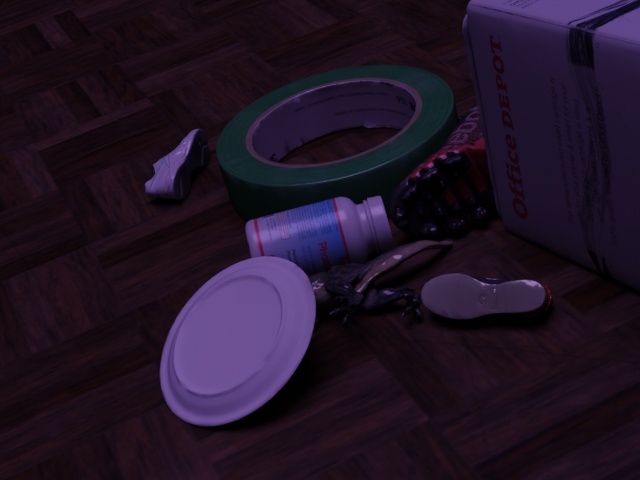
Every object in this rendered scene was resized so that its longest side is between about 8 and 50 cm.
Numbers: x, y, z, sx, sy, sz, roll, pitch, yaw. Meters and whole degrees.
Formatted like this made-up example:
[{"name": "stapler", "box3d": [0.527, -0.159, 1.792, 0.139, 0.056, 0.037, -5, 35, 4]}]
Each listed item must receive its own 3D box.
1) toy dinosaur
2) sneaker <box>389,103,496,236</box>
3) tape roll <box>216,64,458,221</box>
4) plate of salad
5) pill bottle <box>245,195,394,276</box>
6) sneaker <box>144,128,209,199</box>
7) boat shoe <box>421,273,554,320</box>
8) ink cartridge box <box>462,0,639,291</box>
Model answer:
[{"name": "toy dinosaur", "box3d": [0.044, 0.054, 1.264, 0.268, 0.064, 0.118, -20, 25, -13]}, {"name": "sneaker", "box3d": [0.189, -0.096, 1.403, 0.276, 0.098, 0.135, -35, 19, -12]}, {"name": "tape roll", "box3d": [0.025, -0.127, 1.542, 0.321, 0.077, 0.321, -12, 31, 7]}, {"name": "plate of salad", "box3d": [-0.084, 0.107, 1.221, 0.200, 0.048, 0.200, -21, 48, 25]}, {"name": "pill bottle", "box3d": [0.000, 0.000, 1.339, 0.160, 0.087, 0.087, -15, 31, 2]}, {"name": "sneaker", "box3d": [-0.202, -0.110, 1.640, 0.061, 0.054, 0.152, -5, 33, 23]}, {"name": "boat shoe", "box3d": [0.173, 0.060, 1.210, 0.137, 0.049, 0.043, -2, -9, 26]}, {"name": "ink cartridge box", "box3d": [0.345, -0.103, 1.154, 0.166, 0.285, 0.395, -29, 33, -23]}]
